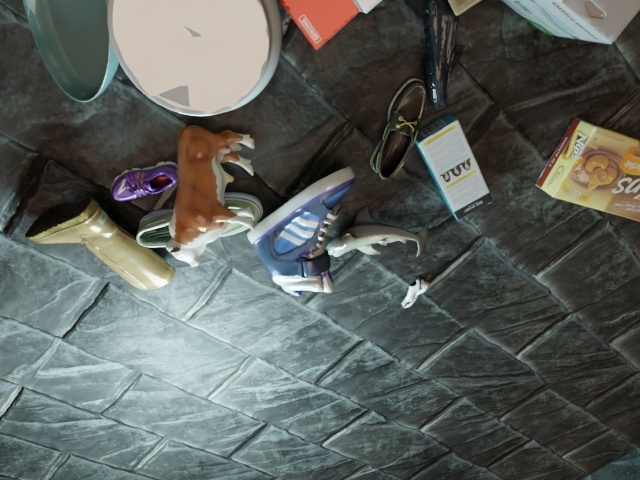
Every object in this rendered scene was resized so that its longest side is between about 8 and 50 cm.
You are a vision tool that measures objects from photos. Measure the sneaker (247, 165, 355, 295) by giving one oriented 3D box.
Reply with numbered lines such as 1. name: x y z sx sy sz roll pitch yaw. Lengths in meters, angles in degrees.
1. sneaker: 0.000 0.000 0.982 0.323 0.130 0.236 -33 94 23

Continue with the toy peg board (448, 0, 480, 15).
1. toy peg board: 0.288 -0.524 0.750 0.161 0.079 0.161 -26 95 25

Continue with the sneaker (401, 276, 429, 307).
1. sneaker: 0.269 0.152 1.210 0.044 0.040 0.109 34 110 -6

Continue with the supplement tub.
1. supplement tub: -0.183 -0.347 0.667 0.241 0.331 0.241 -3 122 -5

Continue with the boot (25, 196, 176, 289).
1. boot: -0.530 0.031 1.001 0.236 0.089 0.269 -9 138 26

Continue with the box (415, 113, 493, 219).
1. box: 0.321 -0.173 0.996 0.100 0.060 0.244 -30 120 12

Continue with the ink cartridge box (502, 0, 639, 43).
1. ink cartridge box: 0.449 -0.446 0.754 0.153 0.208 0.087 23 116 -20

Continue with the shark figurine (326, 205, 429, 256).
1. shark figurine: 0.146 -0.032 1.046 0.278 0.116 0.166 -5 156 5

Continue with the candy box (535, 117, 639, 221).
1. candy box: 0.734 -0.169 1.032 0.316 0.087 0.183 12 119 -14

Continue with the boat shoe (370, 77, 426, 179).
1. boat shoe: 0.183 -0.245 0.930 0.081 0.068 0.227 13 119 -14

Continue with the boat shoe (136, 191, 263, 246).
1. boat shoe: -0.286 -0.036 0.988 0.302 0.094 0.109 -12 122 1

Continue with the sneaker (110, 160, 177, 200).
1. sneaker: -0.398 -0.130 0.930 0.170 0.071 0.068 -20 122 7

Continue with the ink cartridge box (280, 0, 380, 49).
1. ink cartridge box: 0.005 -0.532 0.738 0.239 0.060 0.275 -37 119 14

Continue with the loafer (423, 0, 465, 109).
1. loafer: 0.257 -0.385 0.846 0.078 0.076 0.223 -7 117 2

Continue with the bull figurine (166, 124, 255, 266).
1. bull figurine: -0.238 -0.096 0.896 0.188 0.101 0.310 0 92 -10

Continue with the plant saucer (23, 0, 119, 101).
1. plant saucer: -0.410 -0.396 0.678 0.044 0.317 0.317 -26 135 -44
